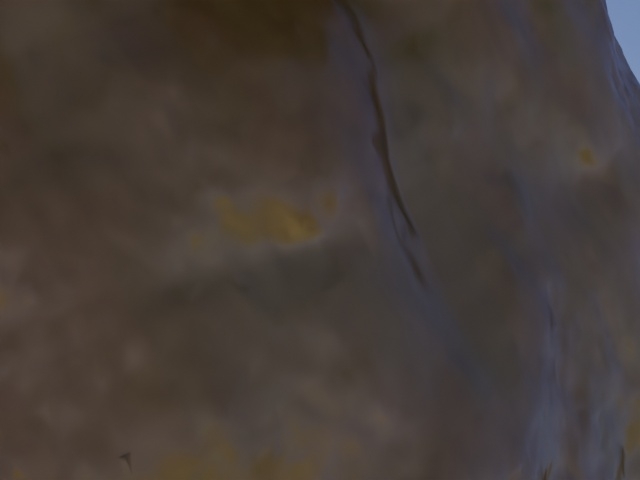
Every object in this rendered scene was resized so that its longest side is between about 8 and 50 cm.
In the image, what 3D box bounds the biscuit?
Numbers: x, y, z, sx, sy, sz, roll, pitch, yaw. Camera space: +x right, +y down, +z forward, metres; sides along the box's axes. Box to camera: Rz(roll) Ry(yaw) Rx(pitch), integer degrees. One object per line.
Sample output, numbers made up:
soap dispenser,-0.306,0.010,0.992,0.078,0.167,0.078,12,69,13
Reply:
biscuit,0.001,0.000,0.516,0.104,0.429,0.446,-18,3,39
